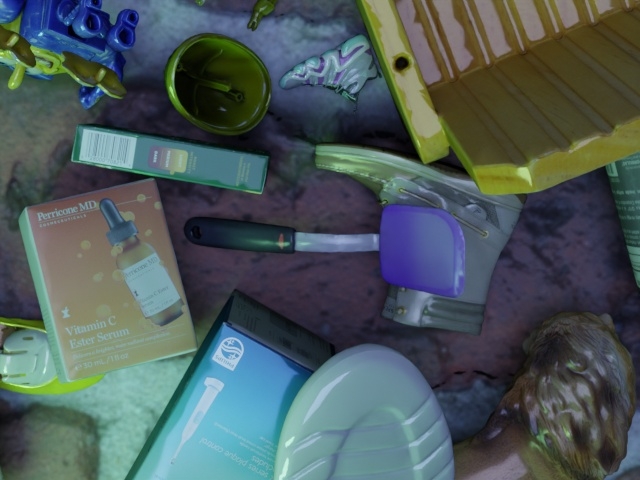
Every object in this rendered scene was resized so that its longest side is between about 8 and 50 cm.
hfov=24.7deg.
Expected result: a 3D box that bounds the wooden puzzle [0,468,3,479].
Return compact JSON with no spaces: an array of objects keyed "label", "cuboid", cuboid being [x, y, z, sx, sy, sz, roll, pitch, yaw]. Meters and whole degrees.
[{"label":"wooden puzzle","cuboid":[-0.439,0.178,1.431,0.239,0.044,0.221,-4,113,9]}]

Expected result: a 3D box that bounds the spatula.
[{"label":"spatula","cuboid":[0.000,0.000,1.411,0.296,0.030,0.084,5,104,20]}]

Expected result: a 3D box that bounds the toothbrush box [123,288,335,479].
[{"label":"toothbrush box","cuboid":[-0.107,0.213,1.387,0.126,0.216,0.295,31,94,-4]}]

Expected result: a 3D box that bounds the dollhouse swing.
[{"label":"dollhouse swing","cuboid":[0.214,-0.238,1.303,0.347,0.305,0.315,-21,96,2]}]

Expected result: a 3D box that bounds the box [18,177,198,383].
[{"label":"box","cuboid":[-0.206,0.040,1.404,0.130,0.091,0.170,-15,89,-16]}]

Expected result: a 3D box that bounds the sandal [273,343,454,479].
[{"label":"sandal","cuboid":[0.038,0.273,1.327,0.169,0.102,0.416,-19,117,-18]}]

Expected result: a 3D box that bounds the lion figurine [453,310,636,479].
[{"label":"lion figurine","cuboid":[0.146,0.241,1.425,0.392,0.142,0.240,-26,110,-6]}]

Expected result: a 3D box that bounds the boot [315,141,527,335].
[{"label":"boot","cuboid":[0.080,-0.003,1.440,0.213,0.077,0.165,16,98,-3]}]

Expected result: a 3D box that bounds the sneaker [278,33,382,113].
[{"label":"sneaker","cuboid":[0.014,-0.153,1.439,0.098,0.038,0.069,-26,95,2]}]

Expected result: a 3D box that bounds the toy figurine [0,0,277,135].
[{"label":"toy figurine","cuboid":[-0.236,-0.218,1.389,0.362,0.217,0.191,17,79,-45]}]

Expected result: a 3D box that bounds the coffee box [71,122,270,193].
[{"label":"coffee box","cuboid":[-0.141,-0.080,1.408,0.184,0.113,0.040,9,94,-3]}]

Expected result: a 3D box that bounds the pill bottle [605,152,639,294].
[{"label":"pill bottle","cuboid":[0.370,-0.018,1.398,0.162,0.162,0.278,-16,96,1]}]

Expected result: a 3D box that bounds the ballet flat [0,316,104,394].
[{"label":"ballet flat","cuboid":[-0.326,0.110,1.442,0.231,0.077,0.077,12,94,-2]}]
